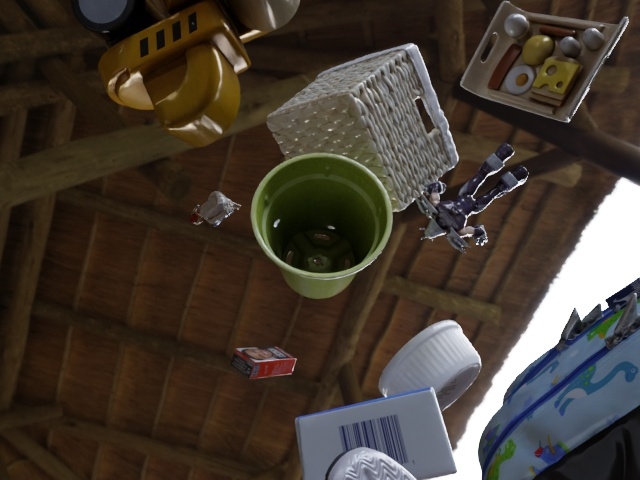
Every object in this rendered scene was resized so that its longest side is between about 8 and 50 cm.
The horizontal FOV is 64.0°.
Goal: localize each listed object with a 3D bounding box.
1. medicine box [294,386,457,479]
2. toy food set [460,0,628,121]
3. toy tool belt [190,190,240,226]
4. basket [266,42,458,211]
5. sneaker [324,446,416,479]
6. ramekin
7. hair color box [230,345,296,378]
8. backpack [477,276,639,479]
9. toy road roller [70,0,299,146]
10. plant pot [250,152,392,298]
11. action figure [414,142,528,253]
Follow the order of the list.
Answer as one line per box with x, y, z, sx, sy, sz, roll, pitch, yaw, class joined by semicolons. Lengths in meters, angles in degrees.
0.117;0.413;1.007;0.263;0.149;0.289;-15;-28;6;medicine box
0.484;-0.412;1.149;0.092;0.306;0.220;16;-74;-41;toy food set
-0.184;-0.047;0.902;0.083;0.052;0.051;-33;-37;27;toy tool belt
0.104;-0.253;1.266;0.266;0.331;0.328;-45;-61;-33;basket
0.072;0.379;0.566;0.124;0.321;0.180;-25;-4;-27;sneaker
0.294;0.346;1.328;0.272;0.127;0.273;-26;-38;-23;ramekin
-0.130;0.280;1.184;0.141;0.072;0.043;10;-80;-52;hair color box
0.295;0.178;0.408;0.356;0.290;0.273;-50;6;12;backpack
-0.166;-0.290;0.762;0.329;0.241;0.202;-24;-3;5;toy road roller
0.000;0.000;1.098;0.276;0.276;0.254;-39;-19;-18;plant pot
0.334;-0.086;1.148;0.285;0.185;0.099;-38;-1;-9;action figure
